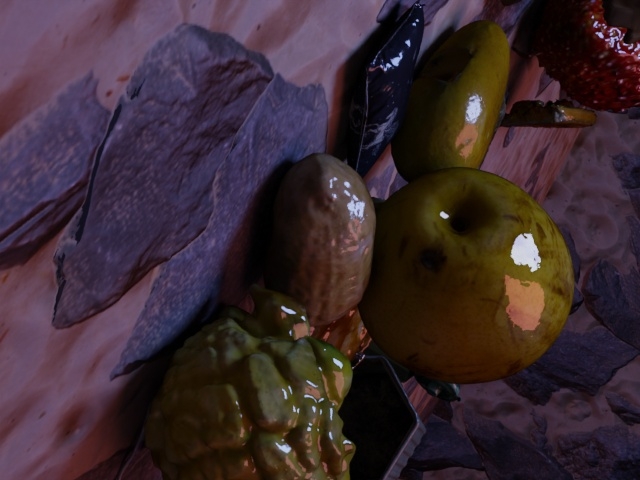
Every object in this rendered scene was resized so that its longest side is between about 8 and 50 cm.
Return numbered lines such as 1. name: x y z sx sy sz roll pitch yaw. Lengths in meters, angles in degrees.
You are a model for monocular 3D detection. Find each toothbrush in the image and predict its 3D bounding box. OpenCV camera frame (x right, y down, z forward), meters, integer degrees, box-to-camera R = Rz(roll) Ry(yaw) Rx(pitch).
1. toothbrush: -0.207 0.231 1.143 0.131 0.013 0.011 -67 168 14

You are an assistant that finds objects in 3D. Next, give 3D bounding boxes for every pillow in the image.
1. pillow: 0.074 -0.169 1.220 0.208 0.055 0.141 98 18 -55

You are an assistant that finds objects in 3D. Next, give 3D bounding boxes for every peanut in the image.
1. peanut: 0.000 0.000 1.164 0.129 0.129 0.224 -45 157 -41

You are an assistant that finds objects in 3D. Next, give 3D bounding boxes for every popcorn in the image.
1. popcorn: -0.072 0.192 1.119 0.258 0.224 0.270 -80 177 -65

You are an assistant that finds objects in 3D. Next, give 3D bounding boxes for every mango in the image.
1. mango: 0.181 -0.185 1.379 0.167 0.130 0.262 95 20 -56

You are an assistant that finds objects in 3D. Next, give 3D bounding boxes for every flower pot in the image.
1. flower pot: 0.052 0.304 1.702 0.189 0.239 0.209 59 31 -74

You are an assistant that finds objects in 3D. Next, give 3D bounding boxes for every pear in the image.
1. pear: 0.176 0.045 1.272 0.281 0.280 0.281 -53 163 -24

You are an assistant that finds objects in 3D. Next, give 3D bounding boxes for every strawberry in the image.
1. strawberry: 0.490 -0.366 1.852 0.343 0.292 0.292 -3 125 -43

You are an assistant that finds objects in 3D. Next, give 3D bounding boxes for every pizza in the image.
1. pizza: 0.426 -0.244 1.962 0.201 0.193 0.053 -7 98 -67

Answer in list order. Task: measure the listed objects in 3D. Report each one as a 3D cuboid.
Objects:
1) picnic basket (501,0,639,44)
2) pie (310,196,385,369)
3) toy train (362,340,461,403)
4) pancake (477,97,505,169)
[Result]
1. picnic basket: 0.429 -0.436 1.472 0.321 0.291 0.254 -15 -159 41
2. pie: 0.012 0.083 1.422 0.315 0.092 0.315 -47 155 -30
3. toy train: 0.192 0.148 1.799 0.167 0.238 0.299 -51 164 -30
4. pancake: 0.271 -0.157 1.866 0.254 0.037 0.254 -53 162 -25
